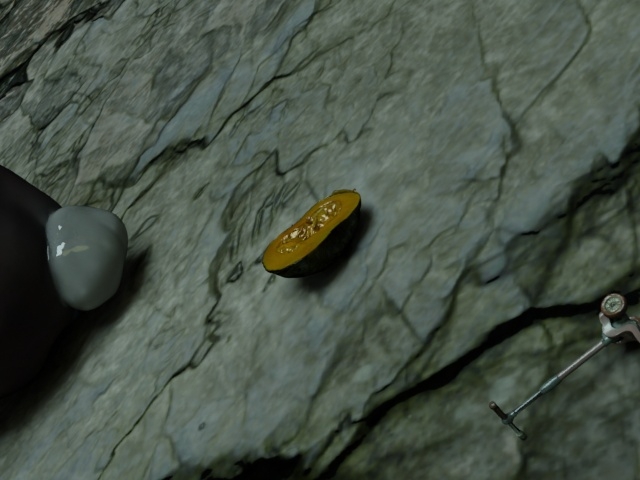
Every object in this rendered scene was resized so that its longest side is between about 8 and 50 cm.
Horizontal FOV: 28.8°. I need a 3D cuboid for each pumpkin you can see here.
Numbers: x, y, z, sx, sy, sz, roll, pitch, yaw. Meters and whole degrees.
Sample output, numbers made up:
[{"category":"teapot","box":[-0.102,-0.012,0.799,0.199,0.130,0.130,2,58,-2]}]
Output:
[{"category":"pumpkin","box":[0.000,0.001,0.823,0.083,0.028,0.050,-46,28,-16]}]

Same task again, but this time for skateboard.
[{"category":"skateboard","box":[0.126,0.072,0.587,0.083,0.032,0.064,-38,41,9]}]

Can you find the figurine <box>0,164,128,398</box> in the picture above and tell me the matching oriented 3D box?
[{"category":"figurine","box":[-0.333,0.082,1.045,0.218,0.206,0.365,-45,-4,-44]}]
